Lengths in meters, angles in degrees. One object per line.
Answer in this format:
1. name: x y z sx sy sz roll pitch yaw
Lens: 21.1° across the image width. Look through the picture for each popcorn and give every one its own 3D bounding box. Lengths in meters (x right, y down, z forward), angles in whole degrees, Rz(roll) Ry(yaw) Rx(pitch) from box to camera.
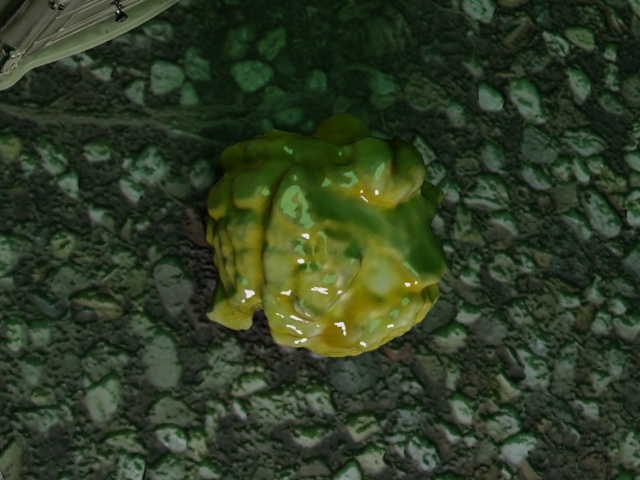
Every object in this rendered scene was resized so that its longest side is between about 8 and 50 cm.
1. popcorn: 0.000 0.000 1.668 0.256 0.195 0.255 43 76 -11

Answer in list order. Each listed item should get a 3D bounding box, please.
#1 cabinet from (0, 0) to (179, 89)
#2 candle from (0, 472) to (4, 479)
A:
1. cabinet: -0.198 -0.323 1.560 0.290 0.318 0.227 -29 93 -26
2. candle: -0.317 0.281 1.546 0.048 0.053 0.162 27 68 -23
